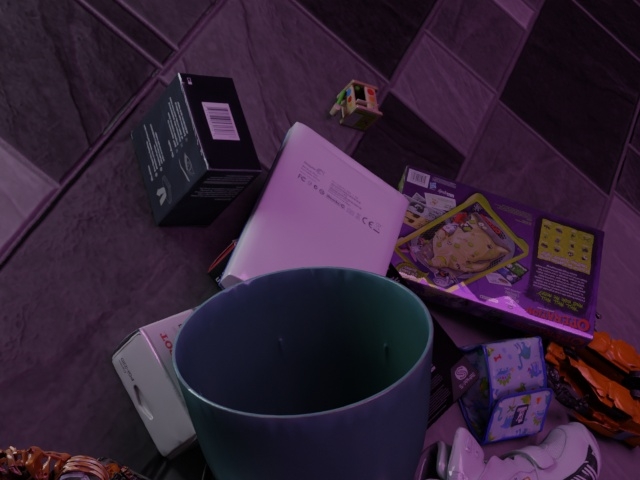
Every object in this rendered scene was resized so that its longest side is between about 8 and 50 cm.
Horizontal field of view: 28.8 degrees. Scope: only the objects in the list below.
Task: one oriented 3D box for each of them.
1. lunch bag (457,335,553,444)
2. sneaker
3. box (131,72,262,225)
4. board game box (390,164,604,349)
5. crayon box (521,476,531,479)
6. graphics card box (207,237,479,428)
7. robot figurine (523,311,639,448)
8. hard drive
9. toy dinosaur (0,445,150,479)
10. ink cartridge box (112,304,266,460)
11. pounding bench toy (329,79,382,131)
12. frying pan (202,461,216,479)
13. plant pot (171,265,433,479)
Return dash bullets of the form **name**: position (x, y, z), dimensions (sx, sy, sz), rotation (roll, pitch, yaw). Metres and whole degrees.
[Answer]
- **lunch bag**: position (0.279, 0.227, 1.895), dimensions (0.128, 0.096, 0.151), rotation (-4, 86, -36)
- **sneaker**: position (0.255, 0.330, 1.769), dimensions (0.210, 0.137, 0.366), rotation (50, 47, -3)
- **box**: position (-0.174, -0.123, 1.727), dimensions (0.093, 0.158, 0.156), rotation (0, 62, -38)
- **board game box**: position (0.274, 0.026, 1.972), dimensions (0.346, 0.056, 0.208), rotation (19, 54, -6)
- **crayon box**: position (0.181, 0.466, 1.566), dimensions (0.318, 0.081, 0.202), rotation (-28, 79, -17)
- **graphics card box**: position (0.038, 0.119, 1.776), dimensions (0.371, 0.094, 0.233), rotation (51, 43, 3)
- **robot figurine**: position (0.436, 0.215, 2.031), dimensions (0.291, 0.085, 0.211), rotation (32, 46, -18)
- **hard drive**: position (0.000, 0.000, 1.732), dimensions (0.210, 0.040, 0.319), rotation (35, 45, -14)
- **toy dinosaur**: position (-0.275, 0.319, 1.387), dimensions (0.321, 0.164, 0.218), rotation (13, 37, -9)
- **ink cartridge box**: position (-0.136, 0.165, 1.609), dimensions (0.218, 0.092, 0.159), rotation (-20, 75, -42)
- **pounding bench toy**: position (0.051, -0.229, 2.056), dimensions (0.083, 0.052, 0.065), rotation (14, 54, -31)
- **frying pan**: position (-0.045, 0.264, 1.594), dimensions (0.197, 0.053, 0.326), rotation (26, 62, -18)
- **plant pot**: position (-0.007, 0.205, 1.444), dimensions (0.293, 0.293, 0.235), rotation (-45, 136, -46)
